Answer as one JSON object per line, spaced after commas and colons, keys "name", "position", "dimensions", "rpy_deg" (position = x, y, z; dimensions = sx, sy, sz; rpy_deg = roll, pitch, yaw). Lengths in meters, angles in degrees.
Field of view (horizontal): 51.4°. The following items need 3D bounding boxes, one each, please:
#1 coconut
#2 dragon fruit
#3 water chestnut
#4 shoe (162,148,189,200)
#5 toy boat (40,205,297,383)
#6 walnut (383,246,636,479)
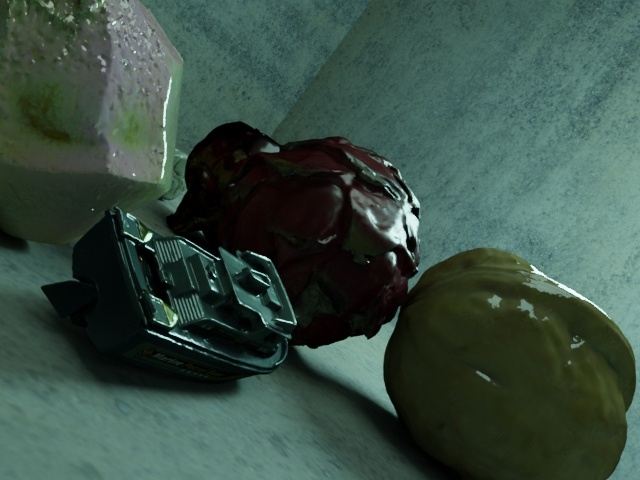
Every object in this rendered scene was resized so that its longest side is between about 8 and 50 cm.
{"name": "coconut", "position": [-0.250, -0.119, 0.626], "dimensions": [0.233, 0.245, 0.233], "rpy_deg": [6, -8, 1]}
{"name": "dragon fruit", "position": [-0.003, -0.002, 0.982], "dimensions": [0.329, 0.329, 0.329], "rpy_deg": [37, 3, -2]}
{"name": "water chestnut", "position": [-0.141, -0.075, 1.257], "dimensions": [0.289, 0.244, 0.289], "rpy_deg": [34, -5, 3]}
{"name": "shoe", "position": [-0.392, -0.195, 1.311], "dimensions": [0.210, 0.132, 0.342], "rpy_deg": [34, -2, 14]}
{"name": "toy boat", "position": [-0.098, 0.066, 0.612], "dimensions": [0.296, 0.122, 0.114], "rpy_deg": [37, 26, -61]}
{"name": "walnut", "position": [0.268, 0.197, 0.984], "dimensions": [0.381, 0.381, 0.381], "rpy_deg": [37, 3, -2]}
